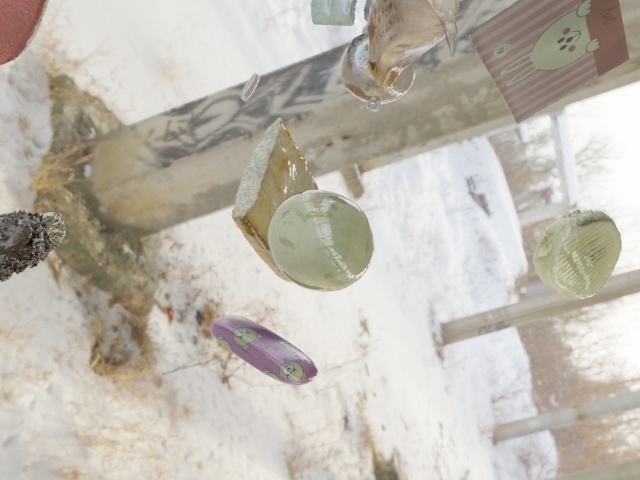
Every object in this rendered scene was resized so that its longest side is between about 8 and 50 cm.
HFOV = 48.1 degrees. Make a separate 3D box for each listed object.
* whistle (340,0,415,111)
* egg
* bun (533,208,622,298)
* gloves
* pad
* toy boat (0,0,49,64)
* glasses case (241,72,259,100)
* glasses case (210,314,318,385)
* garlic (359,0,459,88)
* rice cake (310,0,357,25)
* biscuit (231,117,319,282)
[{"bbox_3d":[0.148,-0.473,1.748,0.189,0.189,0.347,35,62,-71],"label":"whistle"},{"bbox_3d":[0.000,0.000,1.549,0.269,0.219,0.219,27,-36,60],"label":"egg"},{"bbox_3d":[0.597,0.025,1.680,0.134,0.220,0.220,36,-27,60],"label":"bun"},{"bbox_3d":[-0.666,0.009,1.492,0.312,0.211,0.135,-115,-155,-77],"label":"gloves"},{"bbox_3d":[0.341,-0.279,1.038,0.300,0.202,0.005,31,32,-59],"label":"pad"},{"bbox_3d":[-0.792,-0.584,1.840,0.145,0.331,0.133,26,18,-29],"label":"toy boat"},{"bbox_3d":[-0.191,-0.418,1.956,0.083,0.021,0.032,-62,166,-12],"label":"glasses case"},{"bbox_3d":[-0.144,0.271,1.797,0.123,0.316,0.075,-4,115,-53],"label":"glasses case"},{"bbox_3d":[0.121,-0.265,0.883,0.198,0.091,0.128,4,-95,65],"label":"garlic"},{"bbox_3d":[0.039,-0.503,1.313,0.040,0.085,0.226,19,80,-66],"label":"rice cake"},{"bbox_3d":[-0.105,-0.098,2.101,0.446,0.104,0.429,55,33,-46],"label":"biscuit"}]
